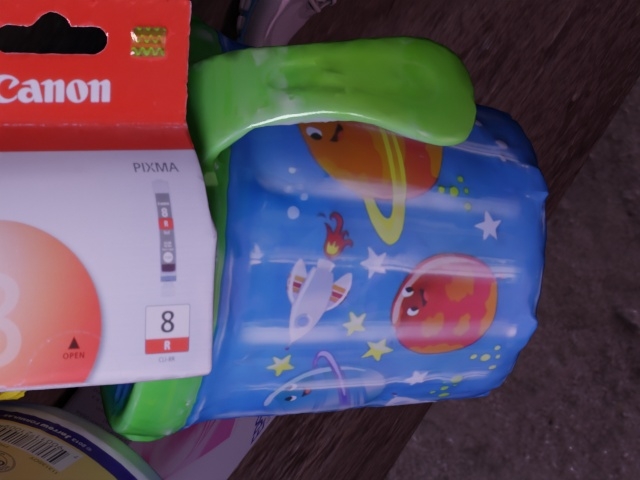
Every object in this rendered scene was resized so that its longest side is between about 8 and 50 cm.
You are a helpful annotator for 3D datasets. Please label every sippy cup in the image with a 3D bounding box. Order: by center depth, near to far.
[{"bbox_3d":[0.000,0.000,1.058,0.305,0.224,0.240,-149,-115,-74],"label":"sippy cup"}]

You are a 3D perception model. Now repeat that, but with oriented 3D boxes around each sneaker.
[{"bbox_3d":[0.016,-0.186,1.220,0.191,0.083,0.071,-58,168,-1],"label":"sneaker"}]

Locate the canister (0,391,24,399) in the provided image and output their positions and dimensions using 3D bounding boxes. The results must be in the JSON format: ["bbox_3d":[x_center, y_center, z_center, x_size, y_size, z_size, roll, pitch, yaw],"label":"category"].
[{"bbox_3d":[-0.201,0.045,0.945,0.170,0.073,0.126,-33,150,-59],"label":"canister"}]

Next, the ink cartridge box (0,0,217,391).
[{"bbox_3d":[-0.117,-0.022,0.861,0.145,0.045,0.179,-2,102,-28],"label":"ink cartridge box"}]

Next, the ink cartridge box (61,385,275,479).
[{"bbox_3d":[-0.135,0.169,1.468,0.330,0.071,0.324,-54,166,-28],"label":"ink cartridge box"}]

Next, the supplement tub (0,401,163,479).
[{"bbox_3d":[-0.218,0.237,0.937,0.241,0.241,0.331,-65,166,22],"label":"supplement tub"}]
